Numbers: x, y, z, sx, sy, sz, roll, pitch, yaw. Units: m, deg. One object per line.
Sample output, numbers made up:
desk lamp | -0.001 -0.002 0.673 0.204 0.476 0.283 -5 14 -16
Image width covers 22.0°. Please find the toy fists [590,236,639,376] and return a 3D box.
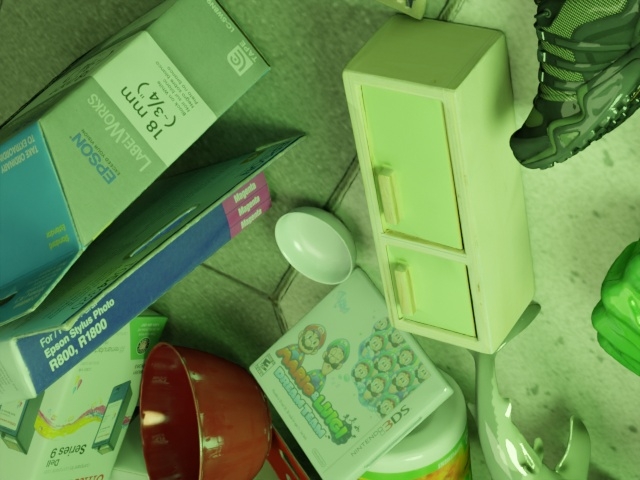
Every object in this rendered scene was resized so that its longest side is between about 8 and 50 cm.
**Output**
toy fists | 0.305 0.017 1.216 0.142 0.096 0.279 30 141 -2

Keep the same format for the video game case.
video game case | 0.025 0.126 1.491 0.157 0.143 0.019 54 -168 33

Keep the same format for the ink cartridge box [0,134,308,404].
ink cartridge box | -0.198 0.037 1.467 0.330 0.324 0.071 -11 112 47

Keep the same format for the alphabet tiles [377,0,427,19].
alphabet tiles | 0.022 -0.323 1.183 0.285 0.011 0.342 27 141 17

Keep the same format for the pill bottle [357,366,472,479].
pill bottle | 0.080 0.243 1.592 0.136 0.136 0.245 17 137 27

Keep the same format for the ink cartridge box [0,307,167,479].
ink cartridge box | -0.264 0.159 1.704 0.093 0.154 0.212 26 99 25

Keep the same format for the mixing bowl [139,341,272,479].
mixing bowl | -0.111 0.190 1.685 0.181 0.098 0.181 14 106 63

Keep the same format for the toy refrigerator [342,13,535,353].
toy refrigerator | 0.098 -0.039 1.332 0.102 0.094 0.269 15 136 29

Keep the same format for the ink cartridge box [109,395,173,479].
ink cartridge box | -0.235 0.291 1.914 0.306 0.131 0.226 5 130 35

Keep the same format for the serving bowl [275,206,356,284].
serving bowl | 0.000 0.000 1.508 0.083 0.027 0.083 23 138 22

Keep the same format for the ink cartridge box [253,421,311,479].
ink cartridge box | -0.028 0.311 1.706 0.275 0.060 0.239 48 161 53

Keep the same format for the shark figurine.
shark figurine | 0.163 0.192 1.447 0.116 0.166 0.278 -13 118 47

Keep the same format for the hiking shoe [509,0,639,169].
hiking shoe | 0.191 -0.143 1.176 0.114 0.086 0.227 50 138 10

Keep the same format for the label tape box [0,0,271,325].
label tape box | -0.226 -0.059 1.391 0.106 0.333 0.241 51 141 -13
